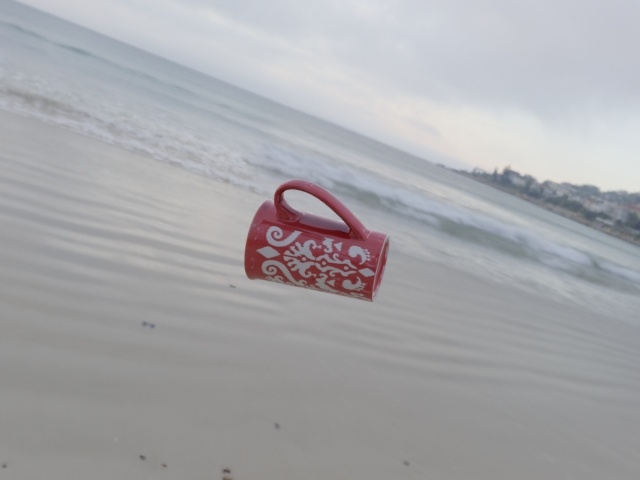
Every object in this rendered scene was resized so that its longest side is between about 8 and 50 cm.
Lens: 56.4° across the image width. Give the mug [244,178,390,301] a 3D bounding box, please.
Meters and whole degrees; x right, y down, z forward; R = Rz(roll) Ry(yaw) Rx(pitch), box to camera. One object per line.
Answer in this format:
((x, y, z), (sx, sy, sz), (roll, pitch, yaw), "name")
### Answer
((-0.003, 0.009, 0.771), (0.169, 0.113, 0.150), (14, -26, 13), "mug")
